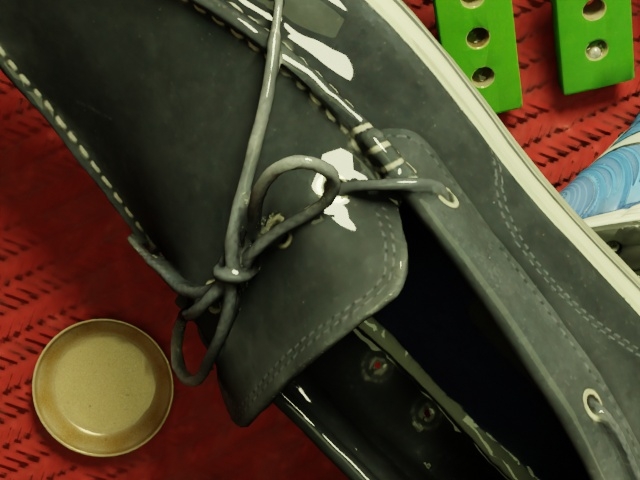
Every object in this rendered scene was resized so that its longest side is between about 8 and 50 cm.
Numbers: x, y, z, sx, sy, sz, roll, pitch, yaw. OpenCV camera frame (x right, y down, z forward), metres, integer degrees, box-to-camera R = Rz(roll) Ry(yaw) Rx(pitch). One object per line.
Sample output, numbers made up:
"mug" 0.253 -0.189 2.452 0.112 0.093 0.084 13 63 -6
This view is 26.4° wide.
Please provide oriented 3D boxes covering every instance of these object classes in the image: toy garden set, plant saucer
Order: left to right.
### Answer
"plant saucer" -0.129 0.087 0.814 0.083 0.015 0.083 0 95 -3
"toy garden set" 0.109 -0.173 0.758 0.244 0.049 0.204 -13 127 0

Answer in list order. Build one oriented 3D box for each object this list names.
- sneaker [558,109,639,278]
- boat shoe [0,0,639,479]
"sneaker" 0.202 -0.008 0.776 0.330 0.147 0.130 -29 107 18
"boat shoe" 0.000 0.000 0.662 0.500 0.156 0.187 43 134 -4
